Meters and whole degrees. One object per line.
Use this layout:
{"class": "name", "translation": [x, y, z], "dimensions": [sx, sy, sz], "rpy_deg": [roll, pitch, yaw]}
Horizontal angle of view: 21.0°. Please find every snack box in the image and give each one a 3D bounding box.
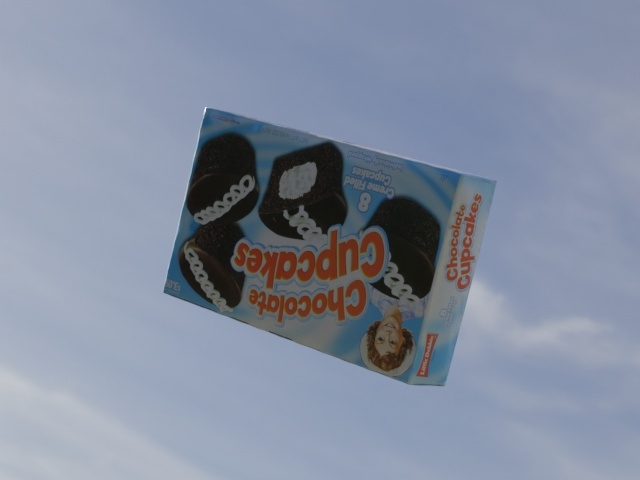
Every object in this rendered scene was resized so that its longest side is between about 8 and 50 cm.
{"class": "snack box", "translation": [0.000, 0.000, 1.571], "dimensions": [0.322, 0.187, 0.060], "rpy_deg": [17, 6, 41]}
